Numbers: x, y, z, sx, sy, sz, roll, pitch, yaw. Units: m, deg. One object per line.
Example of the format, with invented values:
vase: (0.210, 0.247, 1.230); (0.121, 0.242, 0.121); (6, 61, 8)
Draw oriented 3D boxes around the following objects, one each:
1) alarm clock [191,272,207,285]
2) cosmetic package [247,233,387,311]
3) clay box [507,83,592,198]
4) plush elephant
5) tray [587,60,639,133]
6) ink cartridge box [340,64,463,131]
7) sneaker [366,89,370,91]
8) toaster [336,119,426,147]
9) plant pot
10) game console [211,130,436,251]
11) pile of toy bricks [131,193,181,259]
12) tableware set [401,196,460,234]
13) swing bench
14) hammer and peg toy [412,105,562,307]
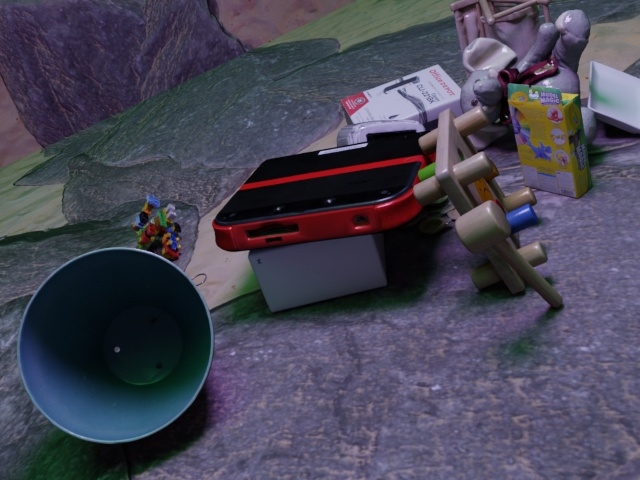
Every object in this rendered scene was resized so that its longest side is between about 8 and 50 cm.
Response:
alarm clock: (-0.319, 0.104, 1.418); (0.192, 0.064, 0.129); (-18, 28, 9)
cosmetic package: (0.000, 0.000, 1.318); (0.224, 0.138, 0.224); (-14, 27, 11)
clay box: (0.428, -0.195, 1.299); (0.053, 0.222, 0.127); (-33, 32, -23)
plush elephant: (0.416, -0.319, 1.494); (0.256, 0.271, 0.330); (-3, 2, 4)
tray: (0.645, -0.306, 1.506); (0.145, 0.030, 0.270); (24, 40, 5)
ink cartridge box: (0.212, -0.308, 1.719); (0.273, 0.114, 0.197); (-20, 38, -1)
sneaker: (0.171, -0.379, 1.926); (0.097, 0.084, 0.234); (-15, 29, 6)
toaster: (0.147, -0.205, 1.544); (0.227, 0.129, 0.146); (-4, 8, -5)
plant pot: (-0.308, 0.170, 1.128); (0.290, 0.290, 0.195); (-23, -8, -6)
game console: (0.014, -0.097, 1.292); (0.387, 0.060, 0.342); (-7, 25, 21)
pile of toy bricks: (-0.406, -0.014, 1.659); (0.105, 0.118, 0.212); (-48, 34, 16)
tableware set: (0.227, -0.055, 1.395); (0.141, 0.020, 0.169); (-33, 30, -23)
swing bench: (0.462, -0.477, 1.736); (0.165, 0.253, 0.254); (-21, 29, -1)
hammer and peg toy: (0.260, -0.038, 1.122); (0.127, 0.266, 0.361); (-27, 25, 25)
